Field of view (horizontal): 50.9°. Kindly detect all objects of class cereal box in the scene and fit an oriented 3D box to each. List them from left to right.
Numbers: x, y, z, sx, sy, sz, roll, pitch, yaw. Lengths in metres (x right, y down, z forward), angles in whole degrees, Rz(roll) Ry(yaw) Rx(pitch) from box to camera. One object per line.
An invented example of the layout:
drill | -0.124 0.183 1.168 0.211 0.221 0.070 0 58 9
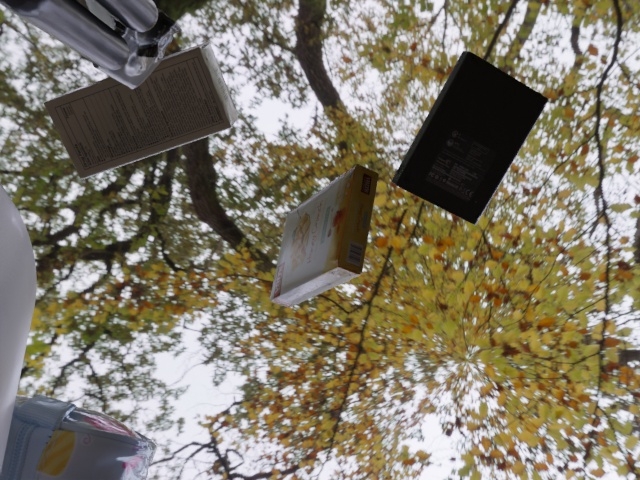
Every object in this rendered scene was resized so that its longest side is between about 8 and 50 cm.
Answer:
cereal box | 0.000 0.000 1.076 0.047 0.240 0.172 21 -117 -23

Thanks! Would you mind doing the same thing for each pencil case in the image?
pencil case | -0.204 0.239 0.433 0.114 0.124 0.273 10 -108 29

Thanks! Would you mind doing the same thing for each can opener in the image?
can opener | -0.185 -0.186 0.530 0.095 0.283 0.076 37 -87 1

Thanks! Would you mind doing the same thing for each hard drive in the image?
hard drive | 0.139 -0.093 0.624 0.094 0.022 0.135 24 -78 -19

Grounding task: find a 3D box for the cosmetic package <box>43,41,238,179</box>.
cosmetic package | -0.330 -0.245 1.268 0.310 0.113 0.160 -16 -69 7

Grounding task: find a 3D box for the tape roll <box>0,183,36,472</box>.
tape roll | -0.266 0.057 0.302 0.246 0.246 0.169 -36 -148 4
